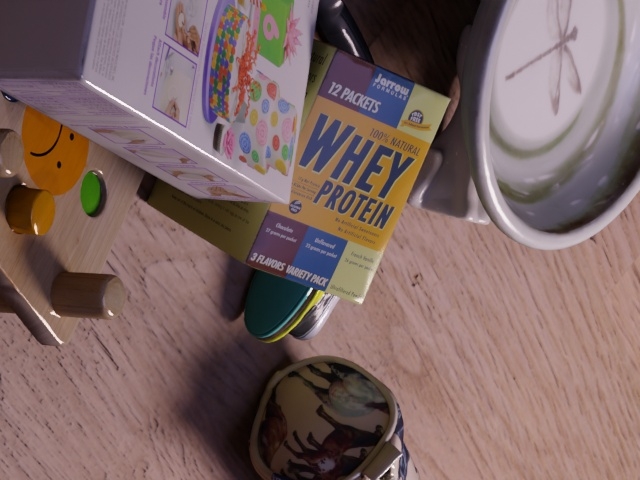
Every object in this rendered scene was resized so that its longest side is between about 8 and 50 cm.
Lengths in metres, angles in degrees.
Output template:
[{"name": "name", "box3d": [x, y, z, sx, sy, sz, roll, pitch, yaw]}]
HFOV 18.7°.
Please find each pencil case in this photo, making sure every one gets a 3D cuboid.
[{"name": "pencil case", "box3d": [0.062, 0.306, 2.099, 0.160, 0.183, 0.410, -35, 136, -7]}]

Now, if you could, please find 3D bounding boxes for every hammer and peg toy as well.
[{"name": "hammer and peg toy", "box3d": [-0.210, -0.131, 1.577, 0.266, 0.127, 0.361, 60, 41, -47]}]

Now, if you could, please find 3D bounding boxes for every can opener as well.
[{"name": "can opener", "box3d": [0.013, -0.209, 1.866, 0.186, 0.073, 0.059, 47, 35, -52]}]

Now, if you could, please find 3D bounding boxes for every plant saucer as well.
[{"name": "plant saucer", "box3d": [0.249, -0.192, 1.981, 0.400, 0.100, 0.400, -26, 126, -43]}]

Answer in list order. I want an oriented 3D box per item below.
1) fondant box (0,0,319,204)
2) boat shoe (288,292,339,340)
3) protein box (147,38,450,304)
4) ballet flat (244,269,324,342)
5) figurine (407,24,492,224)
[{"name": "fondant box", "box3d": [-0.118, -0.185, 1.507, 0.330, 0.096, 0.238, 30, 65, -59]}, {"name": "boat shoe", "box3d": [0.003, 0.037, 1.990, 0.040, 0.049, 0.142, 26, 93, -51]}, {"name": "protein box", "box3d": [-0.023, -0.079, 1.752, 0.136, 0.200, 0.201, 20, 95, -35]}, {"name": "ballet flat", "box3d": [0.000, 0.000, 1.931, 0.077, 0.077, 0.231, 4, 114, -50]}, {"name": "figurine", "box3d": [0.196, -0.122, 2.097, 0.215, 0.092, 0.209, 9, 96, -49]}]
